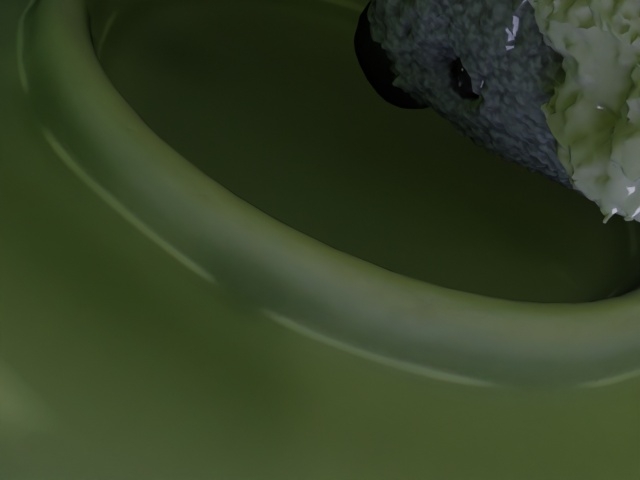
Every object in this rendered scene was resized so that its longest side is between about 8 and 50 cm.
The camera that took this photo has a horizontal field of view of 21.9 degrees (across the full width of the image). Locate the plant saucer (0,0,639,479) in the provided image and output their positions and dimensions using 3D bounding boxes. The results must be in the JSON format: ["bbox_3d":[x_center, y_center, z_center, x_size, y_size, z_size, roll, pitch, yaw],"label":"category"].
[{"bbox_3d":[0.004,-0.007,0.520,0.400,0.400,0.100,8,124,-26],"label":"plant saucer"}]

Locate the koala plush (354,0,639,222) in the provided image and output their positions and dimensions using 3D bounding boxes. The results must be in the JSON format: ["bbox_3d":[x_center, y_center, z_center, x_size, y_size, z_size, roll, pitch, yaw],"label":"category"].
[{"bbox_3d":[0.063,-0.108,0.455,0.203,0.221,0.196,-28,173,18],"label":"koala plush"}]
